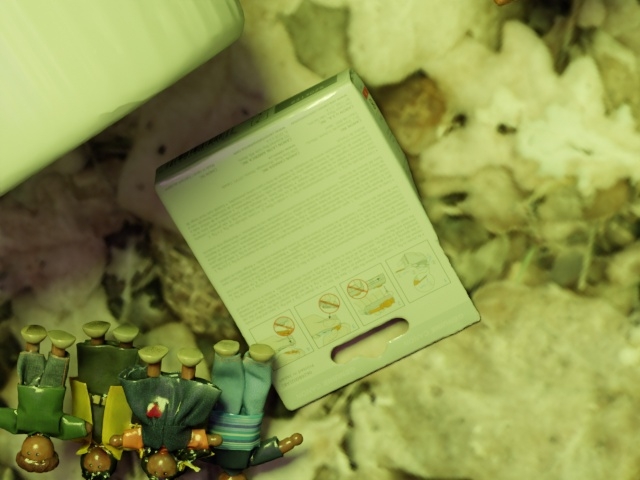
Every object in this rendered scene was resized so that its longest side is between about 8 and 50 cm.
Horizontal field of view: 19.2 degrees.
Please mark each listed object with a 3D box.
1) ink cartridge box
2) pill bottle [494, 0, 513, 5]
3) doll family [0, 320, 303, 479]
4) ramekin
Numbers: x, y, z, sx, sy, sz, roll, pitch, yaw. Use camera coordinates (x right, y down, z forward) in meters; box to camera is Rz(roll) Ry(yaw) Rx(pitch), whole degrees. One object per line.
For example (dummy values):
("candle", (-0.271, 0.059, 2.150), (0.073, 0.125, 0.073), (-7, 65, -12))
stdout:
("ink cartridge box", (0.000, 0.000, 1.202), (0.145, 0.045, 0.179), (-27, 109, 10))
("pill bottle", (0.082, -0.263, 1.107), (0.130, 0.130, 0.246), (-29, 91, 11))
("doll family", (-0.110, 0.115, 1.199), (0.193, 0.076, 0.111), (9, 103, 12))
("ramekin", (-0.177, -0.113, 1.098), (0.277, 0.277, 0.135), (-31, 98, 11))
